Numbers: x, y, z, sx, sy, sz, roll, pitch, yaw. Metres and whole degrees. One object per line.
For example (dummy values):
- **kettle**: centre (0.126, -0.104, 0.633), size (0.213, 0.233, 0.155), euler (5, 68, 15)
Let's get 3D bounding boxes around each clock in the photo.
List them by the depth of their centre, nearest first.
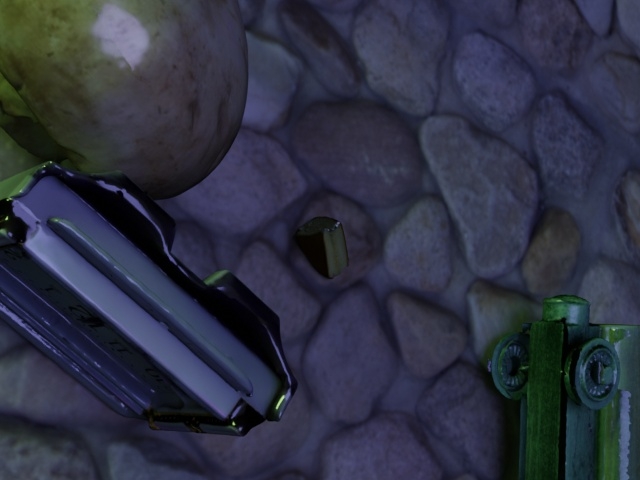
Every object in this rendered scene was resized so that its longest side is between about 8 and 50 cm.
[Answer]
- **clock**: centre (-0.147, 0.045, 0.799), size (0.253, 0.186, 0.083), euler (45, 62, -23)

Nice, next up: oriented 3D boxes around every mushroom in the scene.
- **mushroom**: centre (-0.154, -0.152, 0.802), size (0.255, 0.184, 0.255), euler (35, 39, -35)

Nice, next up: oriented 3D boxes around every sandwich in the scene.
- **sandwich**: centre (0.000, 0.000, 0.976), size (0.031, 0.044, 0.083), euler (-43, 152, -21)

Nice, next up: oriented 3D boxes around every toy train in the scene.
- **toy train**: centre (0.263, 0.207, 1.076), size (0.189, 0.126, 0.307), euler (5, 85, -32)
